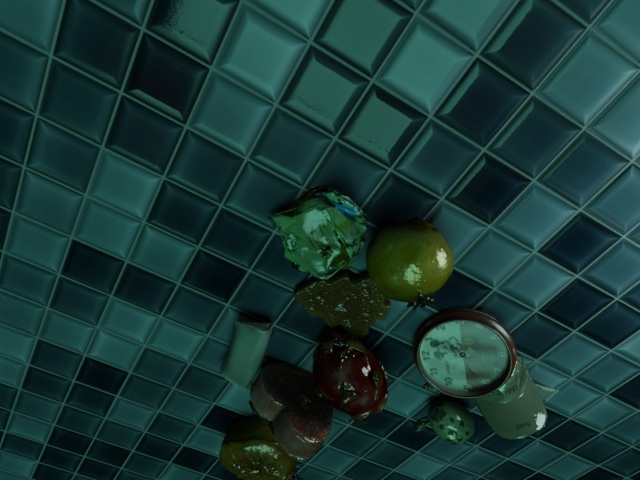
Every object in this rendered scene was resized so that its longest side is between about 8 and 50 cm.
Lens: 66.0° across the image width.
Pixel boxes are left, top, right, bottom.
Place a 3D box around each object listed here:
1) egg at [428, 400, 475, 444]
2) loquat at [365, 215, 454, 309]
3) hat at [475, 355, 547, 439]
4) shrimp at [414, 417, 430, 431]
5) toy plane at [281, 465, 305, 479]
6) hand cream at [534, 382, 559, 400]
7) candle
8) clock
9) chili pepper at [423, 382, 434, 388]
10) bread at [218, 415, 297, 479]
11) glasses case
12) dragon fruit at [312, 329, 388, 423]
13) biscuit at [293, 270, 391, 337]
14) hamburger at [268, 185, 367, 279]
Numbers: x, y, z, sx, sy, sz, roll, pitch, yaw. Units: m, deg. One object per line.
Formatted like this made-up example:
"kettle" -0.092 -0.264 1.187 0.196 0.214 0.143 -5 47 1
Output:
"egg" 0.468 0.649 1.769 0.181 0.141 0.141 34 121 -10
"loquat" 0.236 0.063 1.302 0.243 0.244 0.244 1 126 2
"hat" 0.612 0.496 1.601 0.214 0.245 0.149 -27 129 2
"shrimp" 0.390 0.700 1.882 0.092 0.029 0.038 -39 107 20
"toy plane" -0.131 1.001 2.101 0.126 0.077 0.194 11 135 6
"hand cream" 0.741 0.514 1.727 0.216 0.038 0.052 24 148 -21
"candle" -0.064 0.549 1.666 0.287 0.317 0.131 -3 137 -49
"clock" 0.456 0.361 1.573 0.318 0.080 0.319 6 113 14
"chili pepper" 0.460 0.495 1.721 0.207 0.049 0.043 -9 92 13
"bread" -0.232 0.815 1.912 0.311 0.173 0.313 4 129 5
"glasses case" -0.249 0.363 1.637 0.128 0.083 0.308 20 125 -4
"dragon fruit" 0.092 0.435 1.578 0.250 0.250 0.315 -12 132 11
"biscuit" 0.066 0.178 1.509 0.301 0.043 0.278 15 127 -6
"hamburger" 0.006 0.006 1.323 0.260 0.151 0.276 -13 125 14
